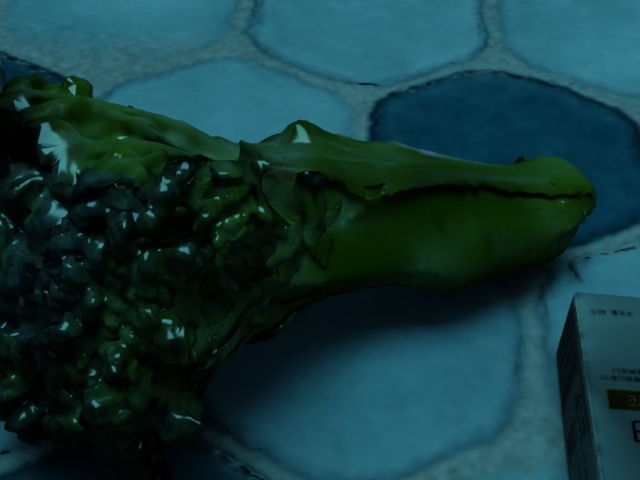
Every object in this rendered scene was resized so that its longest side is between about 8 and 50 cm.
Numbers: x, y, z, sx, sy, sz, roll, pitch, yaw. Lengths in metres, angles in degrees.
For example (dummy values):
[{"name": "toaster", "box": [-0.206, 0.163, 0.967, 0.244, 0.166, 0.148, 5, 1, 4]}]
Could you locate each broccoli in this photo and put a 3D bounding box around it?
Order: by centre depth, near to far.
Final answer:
[{"name": "broccoli", "box": [-0.003, 0.003, 0.496, 0.304, 0.145, 0.165, -10, 30, -30]}]

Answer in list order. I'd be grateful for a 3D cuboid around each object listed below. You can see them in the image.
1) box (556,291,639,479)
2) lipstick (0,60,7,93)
[{"name": "box", "box": [0.126, 0.107, 0.424, 0.055, 0.039, 0.218, 4, 40, 1]}, {"name": "lipstick", "box": [-0.298, -0.013, 0.533, 0.317, 0.068, 0.066, -32, 51, -33]}]
